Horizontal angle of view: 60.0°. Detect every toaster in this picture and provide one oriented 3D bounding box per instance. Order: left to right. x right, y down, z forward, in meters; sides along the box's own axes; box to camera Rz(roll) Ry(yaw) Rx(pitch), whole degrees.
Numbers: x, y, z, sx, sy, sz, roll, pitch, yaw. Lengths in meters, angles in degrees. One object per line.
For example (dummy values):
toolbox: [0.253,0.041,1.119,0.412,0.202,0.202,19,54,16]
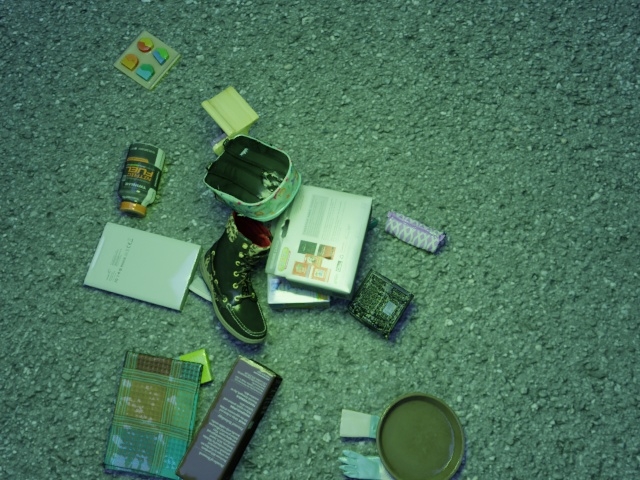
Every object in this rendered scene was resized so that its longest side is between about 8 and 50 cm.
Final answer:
toaster: [0.190,0.213,1.804,0.168,0.110,0.186,31,78,12]

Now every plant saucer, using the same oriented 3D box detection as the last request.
plant saucer: [0.305,0.613,1.706,0.277,0.041,0.278,1,71,-4]

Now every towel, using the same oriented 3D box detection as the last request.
towel: [-0.527,0.556,1.755,0.271,0.040,0.370,8,85,5]

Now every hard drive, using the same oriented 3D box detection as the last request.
hard drive: [-0.610,0.088,1.919,0.352,0.047,0.233,14,75,8]

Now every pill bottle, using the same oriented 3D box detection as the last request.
pill bottle: [-0.637,-0.210,1.961,0.130,0.130,0.246,7,75,5]

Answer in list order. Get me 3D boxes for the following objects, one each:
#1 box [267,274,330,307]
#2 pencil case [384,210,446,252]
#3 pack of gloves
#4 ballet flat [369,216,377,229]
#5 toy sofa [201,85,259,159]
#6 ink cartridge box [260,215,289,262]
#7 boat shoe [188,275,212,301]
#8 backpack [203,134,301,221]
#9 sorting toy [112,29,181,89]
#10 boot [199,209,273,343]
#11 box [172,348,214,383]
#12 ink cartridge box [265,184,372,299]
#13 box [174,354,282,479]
box: [-0.068,0.166,1.830,0.203,0.114,0.103,-2,73,2]
pencil case: [0.317,-0.029,1.878,0.206,0.088,0.086,22,75,10]
pack of gloves: [0.169,0.642,1.730,0.232,0.046,0.195,8,71,-3]
ballet flat: [0.146,-0.042,1.921,0.114,0.041,0.041,-38,76,-8]
toy sofa: [-0.305,-0.327,1.856,0.177,0.362,0.150,-37,76,-13]
ink cartridge box: [-0.050,-0.029,1.876,0.307,0.129,0.223,5,76,4]
boat shoe: [-0.356,0.179,1.875,0.184,0.066,0.063,25,78,20]
backpack: [-0.188,-0.175,1.651,0.253,0.191,0.225,23,70,33]
sorting toy: [-0.677,-0.706,2.150,0.208,0.038,0.193,34,79,12]
boot: [-0.240,0.106,1.749,0.138,0.284,0.377,-1,48,-40]
box: [-0.449,0.432,1.813,0.178,0.042,0.109,-17,75,-1]
ink cartridge box: [0.000,0.000,1.731,0.271,0.130,0.310,13,76,8]
box: [-0.270,0.555,1.693,0.143,0.191,0.381,28,78,10]
